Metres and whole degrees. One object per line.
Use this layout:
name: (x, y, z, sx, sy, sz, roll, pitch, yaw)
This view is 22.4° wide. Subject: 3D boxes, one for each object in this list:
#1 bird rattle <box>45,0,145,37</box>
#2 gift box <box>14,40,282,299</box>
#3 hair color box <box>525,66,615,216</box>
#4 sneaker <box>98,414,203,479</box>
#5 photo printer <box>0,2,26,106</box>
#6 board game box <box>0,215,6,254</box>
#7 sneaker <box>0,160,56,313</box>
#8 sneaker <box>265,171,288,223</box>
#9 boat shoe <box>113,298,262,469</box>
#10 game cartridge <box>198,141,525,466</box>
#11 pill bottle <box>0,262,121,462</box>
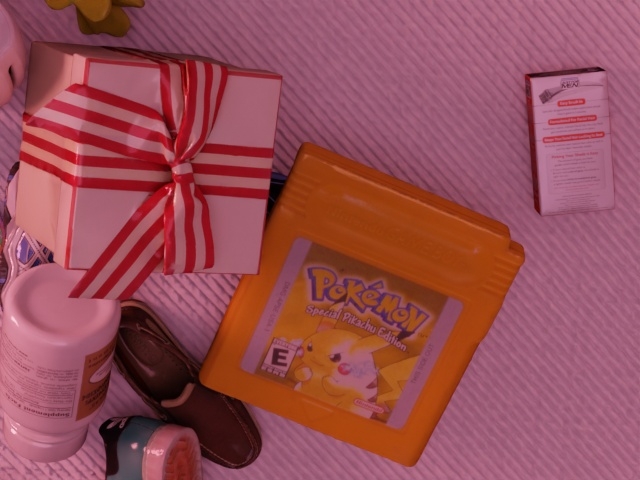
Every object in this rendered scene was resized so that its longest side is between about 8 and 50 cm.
bird rattle: (-0.249, -0.363, 1.836, 0.207, 0.143, 0.253, -19, 88, -11)
gift box: (-0.208, -0.082, 1.761, 0.276, 0.258, 0.255, -3, 103, -26)
hair color box: (0.297, -0.118, 1.921, 0.093, 0.053, 0.167, -5, 102, -1)
sneaker: (-0.213, 0.346, 1.969, 0.121, 0.108, 0.302, 15, 115, 28)
photo printer: (-0.458, -0.256, 1.758, 0.307, 0.256, 0.107, 36, 77, -8)
board game box: (-0.459, 0.003, 1.913, 0.168, 0.033, 0.133, -3, 104, -3)
sneaker: (-0.332, 0.015, 1.901, 0.081, 0.080, 0.211, 5, 102, -1)
sneaker: (0.000, 0.000, 1.909, 0.232, 0.090, 0.081, 35, 97, -9)
boat shoe: (-0.170, 0.186, 1.934, 0.095, 0.095, 0.257, -44, 100, 6)
game cartridge: (0.046, 0.080, 1.859, 0.285, 0.053, 0.324, 22, 115, -6)
pill bottle: (-0.307, 0.148, 1.863, 0.131, 0.131, 0.229, 12, 133, -5)
